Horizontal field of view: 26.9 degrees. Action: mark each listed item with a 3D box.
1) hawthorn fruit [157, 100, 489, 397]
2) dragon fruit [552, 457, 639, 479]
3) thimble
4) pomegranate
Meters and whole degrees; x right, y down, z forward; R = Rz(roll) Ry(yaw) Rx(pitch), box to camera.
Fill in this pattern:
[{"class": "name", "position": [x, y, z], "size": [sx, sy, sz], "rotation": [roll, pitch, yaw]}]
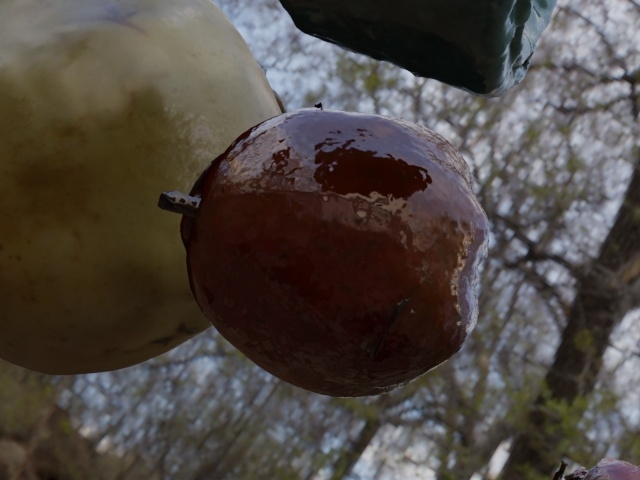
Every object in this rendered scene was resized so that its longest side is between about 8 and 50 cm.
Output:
[{"class": "hawthorn fruit", "position": [0.000, 0.000, 0.820], "size": [0.202, 0.185, 0.185], "rotation": [18, -29, -4]}, {"class": "dragon fruit", "position": [0.294, 0.266, 1.403], "size": [0.094, 0.094, 0.190], "rotation": [51, -10, -26]}, {"class": "thimble", "position": [0.071, -0.200, 0.695], "size": [0.143, 0.198, 0.235], "rotation": [22, -64, 11]}, {"class": "pomegranate", "position": [-0.167, -0.050, 1.065], "size": [0.332, 0.332, 0.332], "rotation": [27, -30, 17]}]
